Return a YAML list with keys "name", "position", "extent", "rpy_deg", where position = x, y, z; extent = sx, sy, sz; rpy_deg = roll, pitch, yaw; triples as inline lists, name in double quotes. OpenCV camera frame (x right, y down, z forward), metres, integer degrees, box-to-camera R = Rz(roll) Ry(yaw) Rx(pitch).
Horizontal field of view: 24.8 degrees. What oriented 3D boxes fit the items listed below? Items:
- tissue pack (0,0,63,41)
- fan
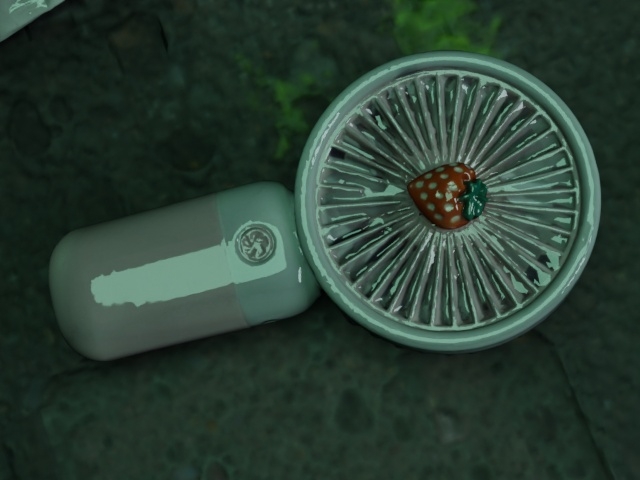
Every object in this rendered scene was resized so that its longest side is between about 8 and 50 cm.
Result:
- name: "tissue pack"
  position: [-0.120, -0.189, 0.656]
  extent: [0.209, 0.156, 0.148]
  rpy_deg: [-27, 43, 2]
- name: "fan"
  position: [0.000, 0.000, 0.636]
  extent: [0.244, 0.074, 0.130]
  rpy_deg: [-15, 80, 4]
